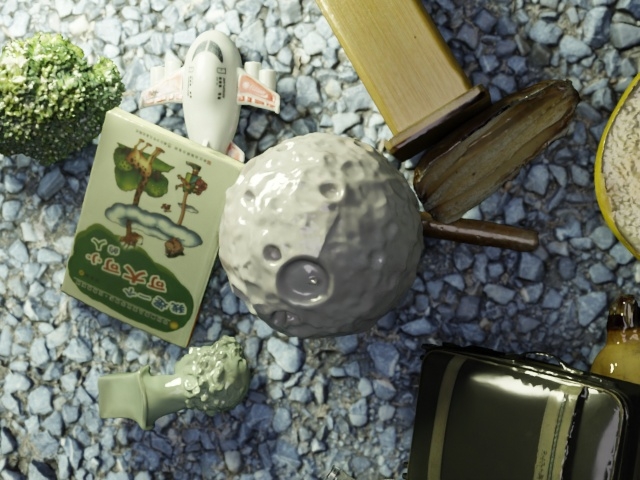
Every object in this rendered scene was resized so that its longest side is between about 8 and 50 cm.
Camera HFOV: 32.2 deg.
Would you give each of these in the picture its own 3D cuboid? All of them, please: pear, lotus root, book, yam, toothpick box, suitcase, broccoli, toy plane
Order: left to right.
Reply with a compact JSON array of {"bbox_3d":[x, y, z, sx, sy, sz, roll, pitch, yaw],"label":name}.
[{"bbox_3d":[-0.498,-0.248,1.923,0.288,0.260,0.235,21,92,-19],"label":"broccoli"},{"bbox_3d":[-0.297,-0.017,1.931,0.260,0.043,0.371,24,115,8],"label":"book"},{"bbox_3d":[-0.192,-0.242,1.941,0.252,0.118,0.252,0,88,7],"label":"toy plane"},{"bbox_3d":[0.132,-0.312,1.860,0.187,0.190,0.308,-31,83,10],"label":"toothpick box"},{"bbox_3d":[0.245,-0.018,1.910,0.264,0.046,0.046,10,92,9],"label":"yam"},{"bbox_3d":[0.287,-0.171,1.864,0.329,0.167,0.078,-35,48,-3],"label":"lotus root"},{"bbox_3d":[0.322,0.314,1.754,0.434,0.194,0.283,11,94,41],"label":"suitcase"},{"bbox_3d":[0.529,0.241,1.810,0.182,0.183,0.310,-20,84,9],"label":"lotus root"},{"bbox_3d":[0.606,-0.101,1.780,0.340,0.191,0.387,-2,90,5],"label":"pear"}]

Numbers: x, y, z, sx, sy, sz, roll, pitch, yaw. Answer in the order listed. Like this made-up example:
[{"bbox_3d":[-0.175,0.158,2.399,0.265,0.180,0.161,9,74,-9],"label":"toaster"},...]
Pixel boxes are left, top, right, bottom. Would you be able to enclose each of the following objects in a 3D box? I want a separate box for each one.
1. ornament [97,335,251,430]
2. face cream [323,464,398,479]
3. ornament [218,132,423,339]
[{"bbox_3d":[-0.259,0.264,1.956,0.285,0.120,0.130,-18,90,10],"label":"ornament"},{"bbox_3d":[0.128,0.493,1.923,0.291,0.071,0.144,31,94,6],"label":"face cream"},{"bbox_3d":[0.000,0.000,1.788,0.337,0.337,0.337,0,91,9],"label":"ornament"}]
